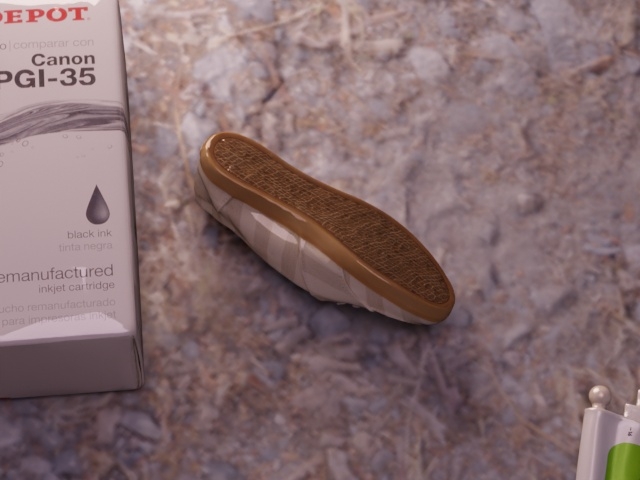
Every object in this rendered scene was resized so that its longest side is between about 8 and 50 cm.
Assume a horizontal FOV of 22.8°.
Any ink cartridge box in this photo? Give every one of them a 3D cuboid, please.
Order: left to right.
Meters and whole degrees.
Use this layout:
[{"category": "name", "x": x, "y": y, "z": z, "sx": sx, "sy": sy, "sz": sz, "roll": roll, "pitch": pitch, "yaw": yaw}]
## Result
[{"category": "ink cartridge box", "x": -0.237, "y": -0.036, "z": 1.130, "sx": 0.207, "sy": 0.117, "sz": 0.283, "roll": -4, "pitch": 66, "yaw": -6}]

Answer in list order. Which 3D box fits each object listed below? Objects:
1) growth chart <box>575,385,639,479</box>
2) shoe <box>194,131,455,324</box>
[{"category": "growth chart", "x": 0.290, "y": 0.182, "z": 1.123, "sx": 0.237, "sy": 0.021, "sz": 0.172, "roll": 3, "pitch": 66, "yaw": -2}, {"category": "shoe", "x": 0.000, "y": 0.000, "z": 1.171, "sx": 0.219, "sy": 0.058, "sz": 0.076, "roll": 34, "pitch": 37, "yaw": 7}]
